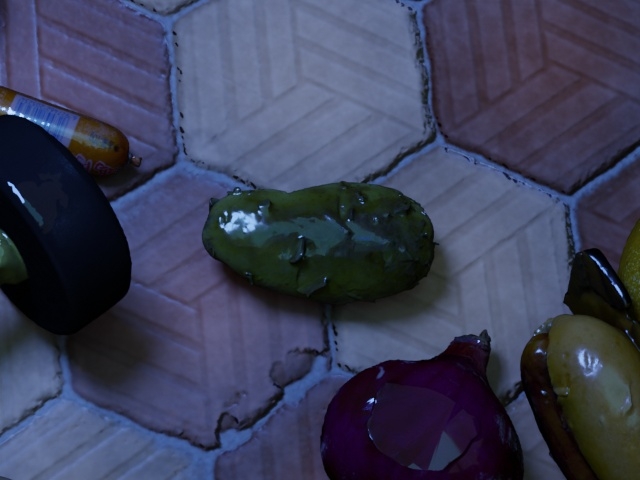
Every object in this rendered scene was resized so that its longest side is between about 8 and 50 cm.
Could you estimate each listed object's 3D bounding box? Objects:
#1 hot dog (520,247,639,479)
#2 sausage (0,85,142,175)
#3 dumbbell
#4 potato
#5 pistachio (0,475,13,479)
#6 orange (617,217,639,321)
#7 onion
[{"bbox_3d":[0.269,0.183,1.726,0.107,0.194,0.326,-23,68,-14],"label":"hot dog"},{"bbox_3d":[-0.335,-0.131,1.790,0.348,0.053,0.053,19,72,-3],"label":"sausage"},{"bbox_3d":[-0.344,0.050,1.639,0.322,0.204,0.204,-36,82,-25],"label":"dumbbell"},{"bbox_3d":[0.000,0.000,1.786,0.225,0.090,0.117,3,73,-9],"label":"potato"},{"bbox_3d":[-0.329,0.256,1.642,0.206,0.129,0.131,18,63,3],"label":"pistachio"},{"bbox_3d":[0.385,0.052,1.769,0.236,0.236,0.236,2,74,-8],"label":"orange"},{"bbox_3d":[0.111,0.166,1.741,0.195,0.140,0.218,28,68,7],"label":"onion"}]
